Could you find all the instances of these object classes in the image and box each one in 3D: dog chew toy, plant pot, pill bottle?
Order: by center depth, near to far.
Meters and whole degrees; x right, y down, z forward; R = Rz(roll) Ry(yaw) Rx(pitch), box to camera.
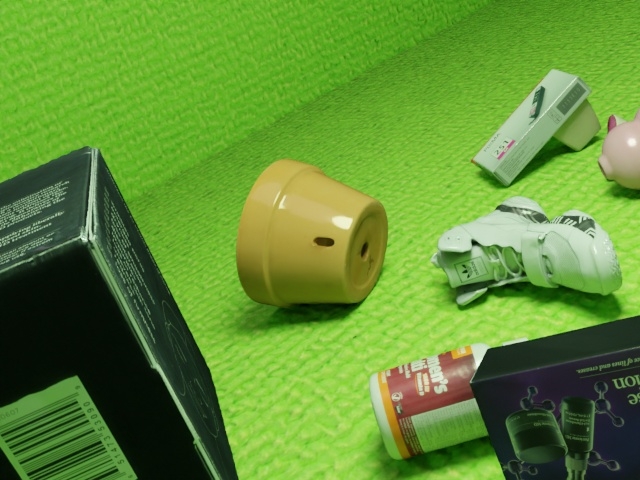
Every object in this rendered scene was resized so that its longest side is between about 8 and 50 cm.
[{"bbox_3d":[0.185,0.209,1.056,0.221,0.121,0.121,-18,23,7],"label":"pill bottle"},{"bbox_3d":[0.682,-0.204,1.461,0.331,0.207,0.207,-24,22,12],"label":"dog chew toy"},{"bbox_3d":[0.000,0.000,1.510,0.203,0.291,0.291,11,36,26],"label":"plant pot"},{"bbox_3d":[0.569,-0.266,1.782,0.109,0.096,0.109,-48,19,11],"label":"plant pot"}]

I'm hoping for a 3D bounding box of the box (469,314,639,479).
[{"bbox_3d":[0.320,0.190,0.842,0.261,0.184,0.103,-19,9,28],"label":"box"}]

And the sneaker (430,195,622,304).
[{"bbox_3d":[0.327,0.038,1.306,0.210,0.138,0.366,-25,18,-7],"label":"sneaker"}]

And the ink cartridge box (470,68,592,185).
[{"bbox_3d":[0.460,-0.273,1.805,0.275,0.060,0.239,-49,21,8],"label":"ink cartridge box"}]

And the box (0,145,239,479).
[{"bbox_3d":[-0.348,0.174,1.127,0.297,0.480,0.472,-24,23,-5],"label":"box"}]

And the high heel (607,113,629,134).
[{"bbox_3d":[0.632,-0.197,1.673,0.117,0.082,0.244,-61,0,18],"label":"high heel"}]
